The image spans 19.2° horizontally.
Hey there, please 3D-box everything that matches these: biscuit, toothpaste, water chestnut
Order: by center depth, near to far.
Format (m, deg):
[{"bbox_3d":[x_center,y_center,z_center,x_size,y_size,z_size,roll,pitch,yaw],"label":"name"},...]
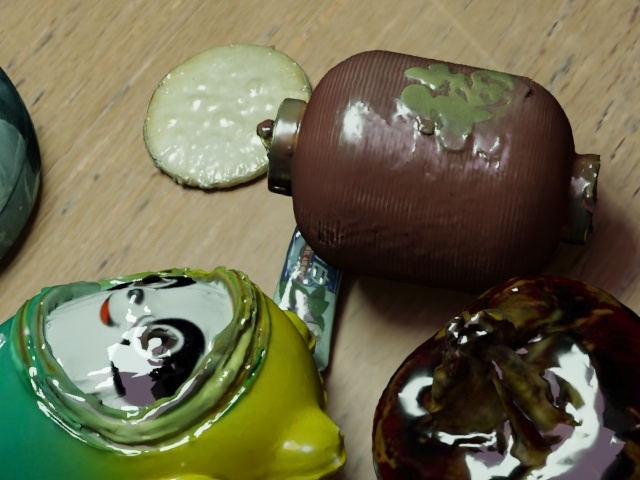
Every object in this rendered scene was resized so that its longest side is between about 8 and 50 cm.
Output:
[{"bbox_3d":[0.140,0.130,1.259,0.224,0.238,0.223,-14,54,20],"label":"water chestnut"},{"bbox_3d":[0.000,0.000,1.490,0.060,0.038,0.233,9,64,11],"label":"toothpaste"},{"bbox_3d":[-0.079,-0.107,1.588,0.152,0.020,0.152,-7,58,11],"label":"biscuit"}]

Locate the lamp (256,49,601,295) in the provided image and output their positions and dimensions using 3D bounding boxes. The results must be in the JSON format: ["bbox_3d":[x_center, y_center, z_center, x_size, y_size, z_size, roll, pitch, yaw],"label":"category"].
[{"bbox_3d":[0.081,-0.054,1.412,0.258,0.180,0.180,11,62,7],"label":"lamp"}]

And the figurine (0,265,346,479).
[{"bbox_3d":[-0.156,0.143,1.345,0.340,0.231,0.323,-12,31,0],"label":"figurine"}]

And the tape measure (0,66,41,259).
[{"bbox_3d":[-0.376,-0.063,1.568,0.275,0.147,0.256,-21,56,3],"label":"tape measure"}]
